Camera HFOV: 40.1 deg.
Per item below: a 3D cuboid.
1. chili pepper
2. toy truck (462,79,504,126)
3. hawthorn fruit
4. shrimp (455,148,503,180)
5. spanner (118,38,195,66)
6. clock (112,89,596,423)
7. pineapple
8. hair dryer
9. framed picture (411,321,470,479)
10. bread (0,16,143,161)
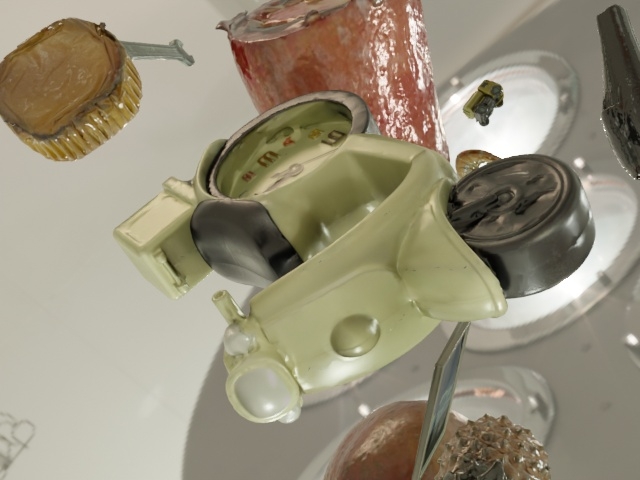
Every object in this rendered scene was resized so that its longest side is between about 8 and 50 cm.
[{"bbox_3d":[0.046,-0.165,1.051,0.229,0.305,0.251,-15,-163,25],"label":"chili pepper"},{"bbox_3d":[0.321,-0.272,1.709,0.054,0.049,0.083,31,-104,28],"label":"toy truck"},{"bbox_3d":[0.217,0.526,1.941,0.403,0.403,0.402,-39,-159,18],"label":"hawthorn fruit"},{"bbox_3d":[0.241,-0.098,1.315,0.127,0.091,0.025,101,4,-67],"label":"shrimp"},{"bbox_3d":[-0.315,-0.349,1.617,0.017,0.071,0.302,-35,179,21],"label":"spanner"},{"bbox_3d":[0.000,0.000,0.696,0.276,0.120,0.379,-40,-148,-13],"label":"clock"},{"bbox_3d":[0.199,0.330,1.079,0.169,0.169,0.340,-39,173,18],"label":"pineapple"},{"bbox_3d":[0.637,-0.256,1.524,0.120,0.360,0.303,134,-49,-64],"label":"hair dryer"},{"bbox_3d":[0.208,0.283,1.543,0.189,0.023,0.259,-40,143,-59],"label":"framed picture"},{"bbox_3d":[-0.351,-0.208,1.235,0.199,0.199,0.104,-50,158,-12],"label":"bread"}]
